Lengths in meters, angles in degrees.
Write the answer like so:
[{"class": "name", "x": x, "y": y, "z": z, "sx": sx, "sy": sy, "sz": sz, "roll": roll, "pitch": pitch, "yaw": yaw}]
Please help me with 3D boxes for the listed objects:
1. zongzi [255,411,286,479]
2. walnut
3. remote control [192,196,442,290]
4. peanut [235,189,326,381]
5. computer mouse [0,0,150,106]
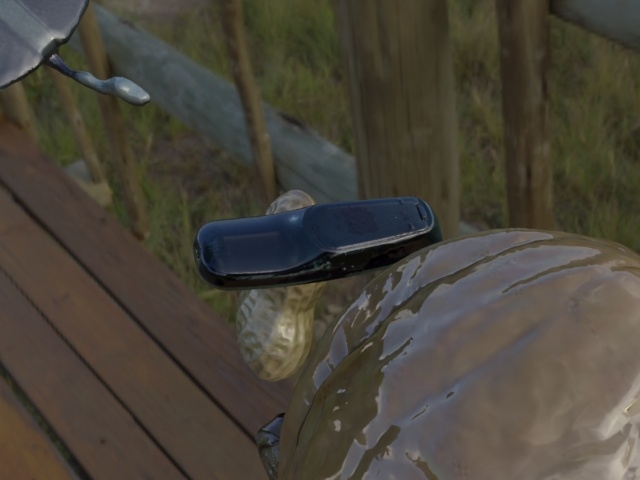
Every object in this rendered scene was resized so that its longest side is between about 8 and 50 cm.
[{"class": "zongzi", "x": 0.057, "y": 0.305, "z": 1.355, "sx": 0.134, "sy": 0.288, "sz": 0.286, "roll": -19, "pitch": 65, "yaw": -41}, {"class": "walnut", "x": 0.091, "y": 0.115, "z": 0.539, "sx": 0.261, "sy": 0.225, "sz": 0.225, "roll": -48, "pitch": 42, "yaw": 17}, {"class": "remote control", "x": 0.000, "y": 0.000, "z": 0.928, "sx": 0.222, "sy": 0.042, "sz": 0.072, "roll": -8, "pitch": 50, "yaw": -13}, {"class": "peanut", "x": -0.057, "y": 0.067, "z": 1.595, "sx": 0.136, "sy": 0.298, "sz": 0.120, "roll": 27, "pitch": 22, "yaw": 34}, {"class": "computer mouse", "x": -0.281, "y": -0.202, "z": 0.775, "sx": 0.379, "sy": 0.090, "sz": 0.167, "roll": 30, "pitch": 69, "yaw": 11}]
